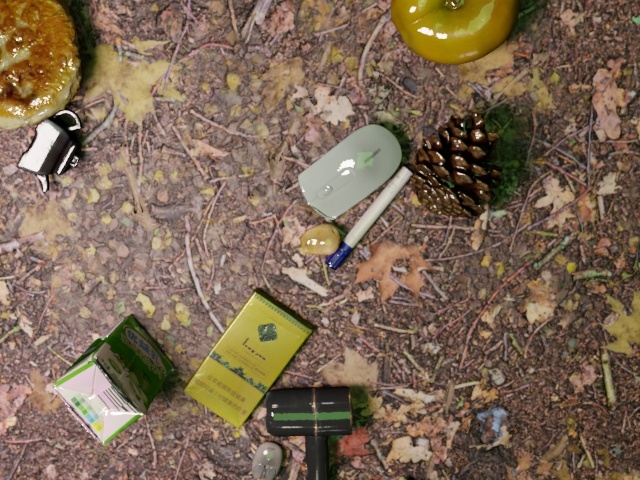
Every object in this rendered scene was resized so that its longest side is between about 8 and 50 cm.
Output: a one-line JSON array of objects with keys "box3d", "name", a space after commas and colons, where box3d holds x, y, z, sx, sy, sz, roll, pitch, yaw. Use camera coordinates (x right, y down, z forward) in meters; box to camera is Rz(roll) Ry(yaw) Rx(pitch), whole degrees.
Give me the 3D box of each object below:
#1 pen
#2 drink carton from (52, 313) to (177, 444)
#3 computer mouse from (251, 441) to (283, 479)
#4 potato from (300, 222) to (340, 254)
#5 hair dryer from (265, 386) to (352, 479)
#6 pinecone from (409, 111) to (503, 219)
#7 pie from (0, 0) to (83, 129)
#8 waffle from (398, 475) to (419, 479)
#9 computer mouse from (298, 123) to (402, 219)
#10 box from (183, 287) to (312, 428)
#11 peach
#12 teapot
[{"box3d": [0.104, -0.049, 1.533, 0.033, 0.033, 0.269, 37, 96, -7], "name": "pen"}, {"box3d": [-0.404, 0.274, 1.456, 0.108, 0.271, 0.161, -35, 100, 9], "name": "drink carton"}, {"box3d": [-0.119, 0.497, 1.614, 0.065, 0.039, 0.096, 18, 99, -4], "name": "computer mouse"}, {"box3d": [0.000, 0.000, 1.525, 0.083, 0.062, 0.068, -8, 64, -8], "name": "potato"}, {"box3d": [-0.026, 0.491, 1.593, 0.188, 0.107, 0.353, -1, 105, 0], "name": "hair dryer"}, {"box3d": [0.280, -0.147, 1.453, 0.179, 0.184, 0.205, 28, 73, 18], "name": "pinecone"}, {"box3d": [-0.600, -0.362, 1.405, 0.314, 0.092, 0.316, -1, 84, 7], "name": "pie"}, {"box3d": [0.212, 0.649, 1.639, 0.214, 0.054, 0.208, 29, 94, -11], "name": "waffle"}, {"box3d": [0.062, -0.145, 1.498, 0.231, 0.079, 0.128, -41, 96, 8], "name": "computer mouse"}, {"box3d": [-0.159, 0.258, 1.574, 0.153, 0.041, 0.279, 35, 97, -6], "name": "box"}, {"box3d": [0.262, -0.467, 1.416, 0.251, 0.153, 0.251, 4, 105, 14], "name": "peach"}, {"box3d": [-0.539, -0.182, 1.473, 0.096, 0.087, 0.177, 29, 97, -9], "name": "teapot"}]
